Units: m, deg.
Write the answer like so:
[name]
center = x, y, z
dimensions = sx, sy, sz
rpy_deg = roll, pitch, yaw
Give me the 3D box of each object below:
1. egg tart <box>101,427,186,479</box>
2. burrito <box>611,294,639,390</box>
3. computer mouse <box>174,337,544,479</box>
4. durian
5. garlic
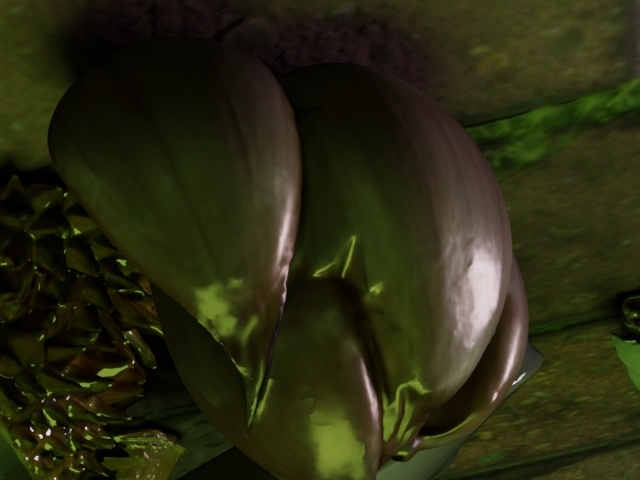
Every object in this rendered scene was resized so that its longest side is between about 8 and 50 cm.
[egg tart]
center = -0.140, 0.157, 0.935
dimensions = 0.105, 0.039, 0.105
rpy_deg = -6, 150, -4
[burrito]
center = 0.222, 0.070, 0.886
dimensions = 0.074, 0.044, 0.118
rpy_deg = -12, 150, 9
[computer mouse]
center = -0.019, 0.147, 0.776
dimensions = 0.331, 0.095, 0.197
rpy_deg = -28, 177, -15
[durian]
center = -0.150, 0.063, 0.703
dimensions = 0.139, 0.144, 0.252
rpy_deg = 11, 157, 6
[garlic]
center = 0.000, 0.000, 0.583
dimensions = 0.160, 0.191, 0.214
rpy_deg = -32, 141, -11
